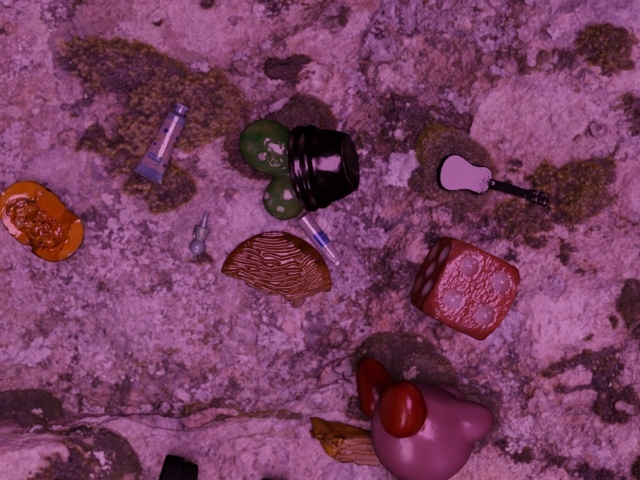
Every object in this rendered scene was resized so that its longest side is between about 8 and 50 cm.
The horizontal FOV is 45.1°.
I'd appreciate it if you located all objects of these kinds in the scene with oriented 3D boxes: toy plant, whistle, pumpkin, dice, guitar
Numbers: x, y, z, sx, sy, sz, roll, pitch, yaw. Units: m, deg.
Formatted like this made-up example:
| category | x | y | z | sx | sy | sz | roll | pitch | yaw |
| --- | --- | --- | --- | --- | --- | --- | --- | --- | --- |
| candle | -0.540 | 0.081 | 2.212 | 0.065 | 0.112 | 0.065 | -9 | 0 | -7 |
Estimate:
| category | x | y | z | sx | sy | sz | roll | pitch | yaw |
| --- | --- | --- | --- | --- | --- | --- | --- | --- | --- |
| toy plant | -0.047 | -0.154 | 1.597 | 0.235 | 0.175 | 0.218 | -8 | 100 | 18 |
| whistle | -0.253 | -0.012 | 1.632 | 0.035 | 0.035 | 0.100 | 15 | 89 | -8 |
| pumpkin | -0.557 | -0.031 | 1.554 | 0.183 | 0.107 | 0.119 | 45 | 79 | 0 |
| dice | 0.306 | 0.102 | 1.643 | 0.173 | 0.175 | 0.179 | 26 | 88 | -9 |
| guitar | 0.391 | -0.123 | 1.714 | 0.270 | 0.038 | 0.084 | 15 | 92 | -8 |

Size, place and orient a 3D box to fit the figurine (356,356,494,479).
| category | x | y | z | sx | sy | sz | roll | pitch | yaw |
| --- | --- | --- | --- | --- | --- | --- | --- | --- | --- |
| figurine | 0.196 | 0.396 | 1.611 | 0.261 | 0.269 | 0.211 | 21 | 89 | -19 |

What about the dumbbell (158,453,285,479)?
| category | x | y | z | sx | sy | sz | roll | pitch | yaw |
| --- | --- | --- | --- | --- | --- | --- | --- | --- | --- |
| dumbbell | -0.204 | 0.560 | 1.588 | 0.388 | 0.185 | 0.185 | 14 | 90 | -8 |

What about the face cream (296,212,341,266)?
| category | x | y | z | sx | sy | sz | roll | pitch | yaw |
| --- | --- | --- | --- | --- | --- | --- | --- | --- | --- |
| face cream | 0.000 | 0.000 | 1.668 | 0.034 | 0.034 | 0.130 | -38 | 97 | -5 |

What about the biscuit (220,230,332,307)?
| category | x | y | z | sx | sy | sz | roll | pitch | yaw |
| --- | --- | --- | --- | --- | --- | --- | --- | --- | --- |
| biscuit | -0.096 | 0.067 | 1.659 | 0.228 | 0.031 | 0.177 | -13 | 93 | -8 |

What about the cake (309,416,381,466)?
| category | x | y | z | sx | sy | sz | roll | pitch | yaw |
| --- | --- | --- | --- | --- | --- | --- | --- | --- | --- |
| cake | 0.054 | 0.443 | 1.694 | 0.184 | 0.116 | 0.080 | 8 | 97 | -40 |

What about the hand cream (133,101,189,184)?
| category | x | y | z | sx | sy | sz | roll | pitch | yaw |
| --- | --- | --- | --- | --- | --- | --- | --- | --- | --- |
| hand cream | -0.325 | -0.207 | 1.612 | 0.065 | 0.043 | 0.171 | 26 | 93 | -3 |
